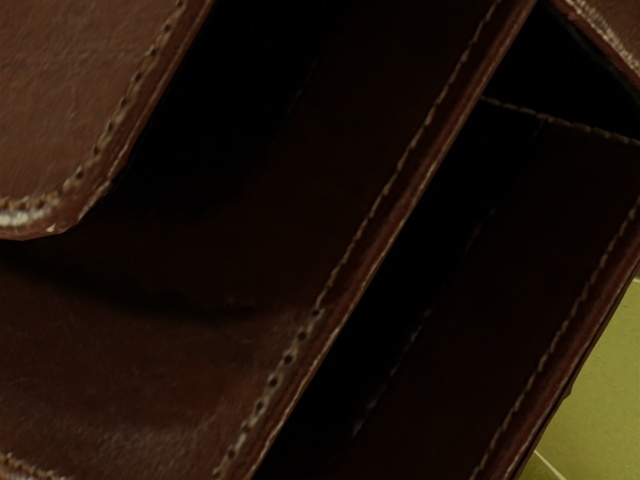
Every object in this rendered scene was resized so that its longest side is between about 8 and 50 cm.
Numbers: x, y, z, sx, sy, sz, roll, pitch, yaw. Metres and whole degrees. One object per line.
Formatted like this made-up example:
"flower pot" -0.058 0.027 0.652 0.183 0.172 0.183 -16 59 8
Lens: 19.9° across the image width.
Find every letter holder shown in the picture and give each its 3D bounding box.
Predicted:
"letter holder" -0.090 -0.016 0.480 0.302 0.214 0.152 23 169 48

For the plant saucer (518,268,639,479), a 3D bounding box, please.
"plant saucer" 0.139 0.081 0.658 0.241 0.037 0.241 26 149 17
